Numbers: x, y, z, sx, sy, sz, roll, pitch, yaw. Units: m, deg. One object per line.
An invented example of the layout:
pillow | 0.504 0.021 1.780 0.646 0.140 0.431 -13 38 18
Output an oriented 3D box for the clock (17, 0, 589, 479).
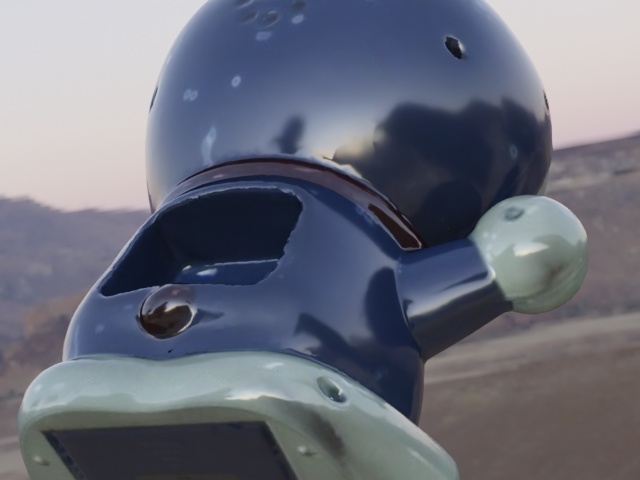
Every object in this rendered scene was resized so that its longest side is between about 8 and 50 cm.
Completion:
clock | 0.000 0.000 0.533 0.199 0.146 0.243 -8 43 28
